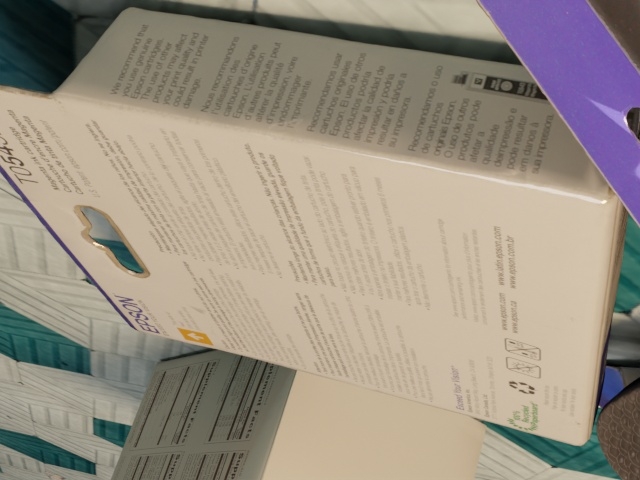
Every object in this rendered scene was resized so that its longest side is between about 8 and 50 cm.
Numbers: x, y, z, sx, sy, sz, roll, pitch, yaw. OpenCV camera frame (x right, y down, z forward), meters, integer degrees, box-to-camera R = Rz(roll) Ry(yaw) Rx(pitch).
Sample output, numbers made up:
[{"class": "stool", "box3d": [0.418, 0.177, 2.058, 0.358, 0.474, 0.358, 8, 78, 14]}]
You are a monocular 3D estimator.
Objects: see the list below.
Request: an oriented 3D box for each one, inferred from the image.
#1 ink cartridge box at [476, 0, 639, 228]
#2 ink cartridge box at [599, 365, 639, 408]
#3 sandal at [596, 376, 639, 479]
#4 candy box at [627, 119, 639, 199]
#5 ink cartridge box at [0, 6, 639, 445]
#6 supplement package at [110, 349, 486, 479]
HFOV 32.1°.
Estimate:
[{"class": "ink cartridge box", "box3d": [0.166, -0.040, 0.333, 0.206, 0.045, 0.208, 50, 138, -13]}, {"class": "ink cartridge box", "box3d": [0.329, 0.141, 0.710, 0.333, 0.065, 0.165, -2, 150, 39]}, {"class": "sandal", "box3d": [0.255, 0.074, 0.607, 0.254, 0.054, 0.097, -33, 85, 52]}, {"class": "candy box", "box3d": [0.243, -0.011, 0.433, 0.196, 0.070, 0.165, -1, 149, 35]}, {"class": "ink cartridge box", "box3d": [0.000, 0.000, 0.628, 0.330, 0.071, 0.324, 14, 156, 17]}, {"class": "supplement package", "box3d": [-0.035, 0.218, 0.952, 0.199, 0.198, 0.263, 31, 153, -26]}]
